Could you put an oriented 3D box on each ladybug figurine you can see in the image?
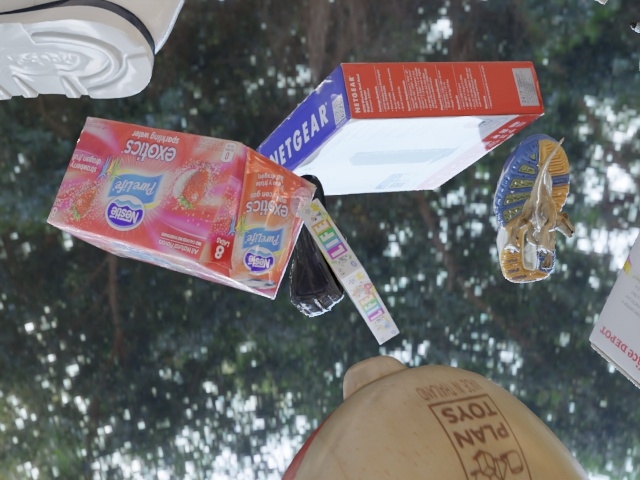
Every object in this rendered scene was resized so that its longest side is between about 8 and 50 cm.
[{"bbox_3d":[0.080,0.286,0.702,0.305,0.162,0.449,-1,-108,-45],"label":"ladybug figurine"}]

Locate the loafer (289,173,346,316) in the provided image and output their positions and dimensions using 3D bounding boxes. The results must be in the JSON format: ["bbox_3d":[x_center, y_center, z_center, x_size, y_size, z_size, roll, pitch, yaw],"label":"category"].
[{"bbox_3d":[0.000,0.000,1.740,0.078,0.076,0.223,-22,-129,25],"label":"loafer"}]

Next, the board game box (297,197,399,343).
[{"bbox_3d":[0.031,0.035,1.346,0.026,0.154,0.103,-32,-125,-1],"label":"board game box"}]

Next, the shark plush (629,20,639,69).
[{"bbox_3d":[0.449,-0.286,1.700,0.067,0.161,0.073,-5,-121,25],"label":"shark plush"}]

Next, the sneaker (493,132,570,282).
[{"bbox_3d":[0.312,-0.070,1.954,0.112,0.296,0.131,-2,-132,-2],"label":"sneaker"}]

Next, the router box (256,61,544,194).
[{"bbox_3d":[0.105,-0.156,1.828,0.301,0.335,0.082,-4,-104,-24],"label":"router box"}]

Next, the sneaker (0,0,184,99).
[{"bbox_3d":[-0.193,-0.146,0.777,0.235,0.090,0.094,8,-119,18],"label":"sneaker"}]

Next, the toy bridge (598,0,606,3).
[{"bbox_3d":[0.285,-0.169,0.935,0.188,0.063,0.026,24,-154,-22],"label":"toy bridge"}]

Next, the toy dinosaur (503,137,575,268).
[{"bbox_3d":[0.221,-0.031,1.275,0.053,0.183,0.092,11,-111,21],"label":"toy dinosaur"}]

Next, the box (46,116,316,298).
[{"bbox_3d":[-0.175,-0.043,1.543,0.300,0.142,0.154,14,-99,43],"label":"box"}]

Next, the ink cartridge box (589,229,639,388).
[{"bbox_3d":[0.417,0.066,1.442,0.093,0.212,0.154,15,-164,-26],"label":"ink cartridge box"}]
